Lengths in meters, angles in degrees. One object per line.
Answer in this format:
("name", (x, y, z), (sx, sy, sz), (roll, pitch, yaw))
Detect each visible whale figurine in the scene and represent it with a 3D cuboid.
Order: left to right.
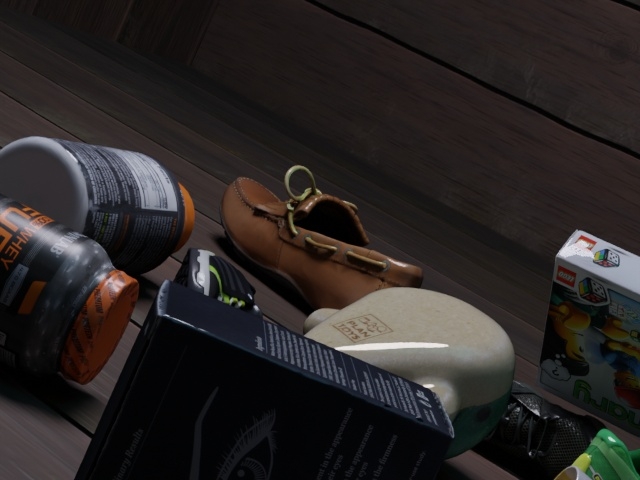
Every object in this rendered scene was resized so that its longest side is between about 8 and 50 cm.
("whale figurine", (0.044, 0.138, 1.475), (0.272, 0.141, 0.216), (-11, 28, -31))

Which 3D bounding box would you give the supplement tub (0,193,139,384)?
("supplement tub", (-0.244, 0.029, 1.264), (0.190, 0.117, 0.117), (26, 9, 7))

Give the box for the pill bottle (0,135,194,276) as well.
("pill bottle", (-0.219, -0.029, 1.623), (0.130, 0.130, 0.246), (29, 9, 23))

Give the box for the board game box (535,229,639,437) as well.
("board game box", (0.360, 0.130, 1.582), (0.305, 0.193, 0.053), (26, 50, 24))

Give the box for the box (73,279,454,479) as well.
("box", (-0.040, 0.139, 1.065), (0.207, 0.153, 0.108), (25, 9, -7))

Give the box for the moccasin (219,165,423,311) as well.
("moccasin", (-0.003, -0.001, 1.980), (0.139, 0.147, 0.380), (19, 11, -31))

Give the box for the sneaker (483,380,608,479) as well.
("sneaker", (0.198, 0.188, 1.643), (0.130, 0.087, 0.227), (18, 8, -27))

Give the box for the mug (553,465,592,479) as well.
("mug", (0.229, 0.235, 1.421), (0.064, 0.062, 0.078), (33, 14, -7))

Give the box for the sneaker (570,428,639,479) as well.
("sneaker", (0.356, 0.256, 1.539), (0.296, 0.123, 0.109), (21, 9, -28))

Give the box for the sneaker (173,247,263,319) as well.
("sneaker", (-0.098, 0.056, 1.604), (0.097, 0.084, 0.234), (25, 9, -5))
